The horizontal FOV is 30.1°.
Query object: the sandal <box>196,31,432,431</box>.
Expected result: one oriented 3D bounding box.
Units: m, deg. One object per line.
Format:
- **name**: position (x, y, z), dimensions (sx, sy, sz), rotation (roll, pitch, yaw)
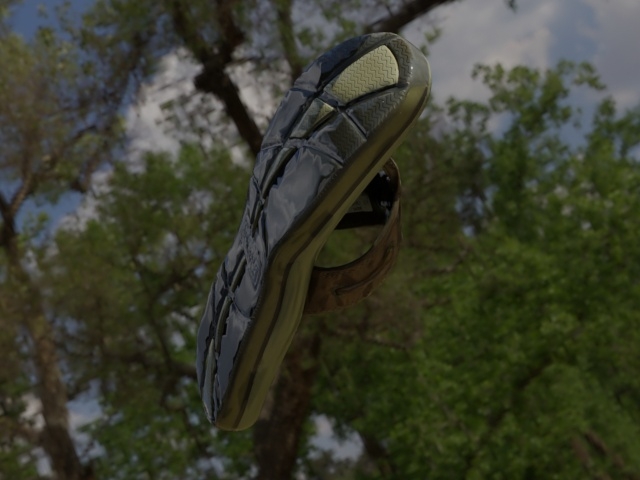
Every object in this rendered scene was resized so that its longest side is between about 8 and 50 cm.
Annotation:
- **sandal**: position (-0.001, 0.000, 0.747), dimensions (0.086, 0.120, 0.303), rotation (11, -51, -19)
